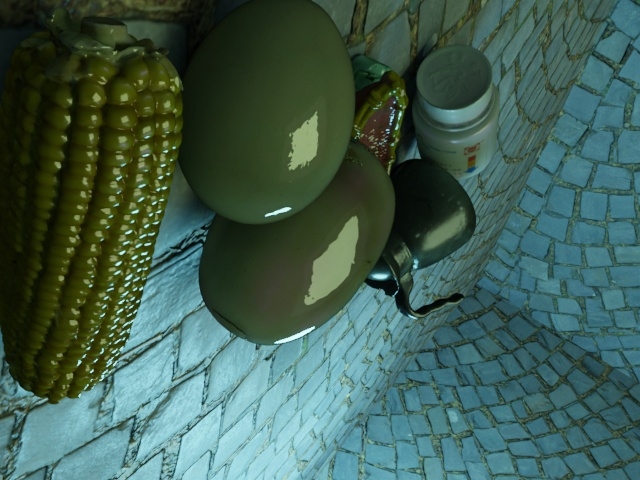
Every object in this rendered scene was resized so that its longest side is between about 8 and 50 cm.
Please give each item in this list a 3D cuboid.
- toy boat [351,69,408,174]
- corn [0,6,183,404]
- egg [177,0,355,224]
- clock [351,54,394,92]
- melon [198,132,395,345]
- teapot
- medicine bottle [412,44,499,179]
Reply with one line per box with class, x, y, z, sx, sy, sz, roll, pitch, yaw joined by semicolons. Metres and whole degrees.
toy boat;0.082;-0.148;0.917;0.141;0.099;0.317;-40;154;-21
corn;-0.213;-0.011;0.530;0.144;0.144;0.387;-31;150;-48
egg;-0.057;-0.134;0.620;0.186;0.186;0.241;-18;127;-58
clock;0.063;-0.225;0.944;0.101;0.041;0.134;-13;133;-61
melon;-0.030;-0.009;0.800;0.316;0.223;0.223;-52;158;-8
teapot;0.171;0.016;1.266;0.285;0.223;0.305;-39;131;-19
medicine bottle;0.272;-0.249;1.183;0.170;0.170;0.293;-54;160;-6
